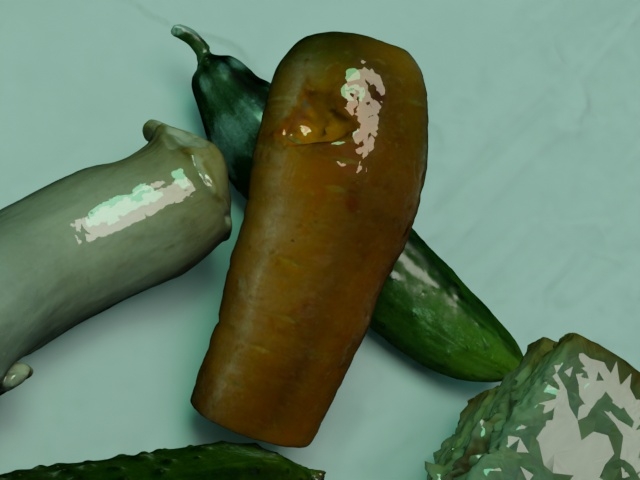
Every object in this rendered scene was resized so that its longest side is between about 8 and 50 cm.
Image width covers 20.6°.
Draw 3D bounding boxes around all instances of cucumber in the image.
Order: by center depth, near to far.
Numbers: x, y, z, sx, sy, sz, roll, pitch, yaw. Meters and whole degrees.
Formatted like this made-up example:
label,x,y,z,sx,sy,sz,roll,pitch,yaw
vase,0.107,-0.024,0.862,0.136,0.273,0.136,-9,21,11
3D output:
label,x,y,z,sx,sy,sz,roll,pitch,yaw
cucumber,-0.097,0.129,0.780,0.227,0.069,0.069,-9,70,-30
cucumber,0.006,-0.013,0.896,0.250,0.056,0.056,46,58,2

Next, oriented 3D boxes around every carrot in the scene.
label,x,y,z,sx,sy,sz,roll,pitch,yaw
carrot,0.000,0.000,0.828,0.087,0.087,0.193,12,89,-17

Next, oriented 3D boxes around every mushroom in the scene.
label,x,y,z,sx,sy,sz,roll,pitch,yaw
mushroom,-0.147,0.027,0.788,0.278,0.096,0.099,-35,91,-39

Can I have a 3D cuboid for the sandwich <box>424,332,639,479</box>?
label,x,y,z,sx,sy,sz,roll,pitch,yaw
sandwich,0.118,0.230,0.764,0.262,0.131,0.325,35,62,1
